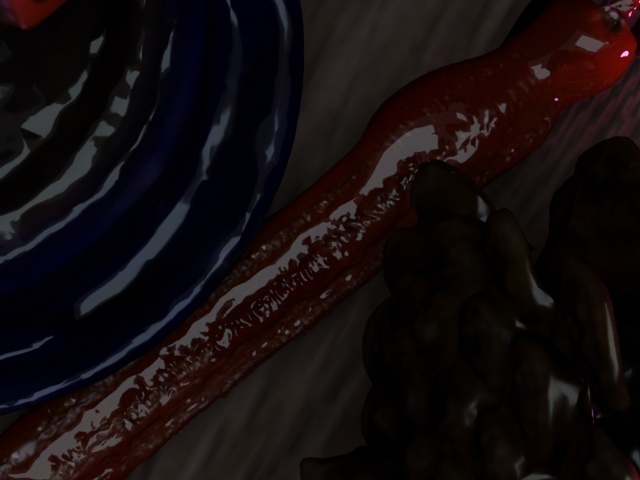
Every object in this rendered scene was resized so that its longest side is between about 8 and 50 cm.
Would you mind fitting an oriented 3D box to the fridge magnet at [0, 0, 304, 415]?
[{"bbox_3d":[-0.138,-0.067,0.600,0.265,0.112,0.265,0,80,1],"label":"fridge magnet"}]

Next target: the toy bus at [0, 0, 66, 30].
[{"bbox_3d":[-0.218,-0.204,0.547,0.409,0.092,0.093,34,71,24],"label":"toy bus"}]

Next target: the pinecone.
[{"bbox_3d":[0.128,0.076,0.558,0.273,0.224,0.224,1,86,-15],"label":"pinecone"}]

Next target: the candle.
[{"bbox_3d":[0.000,0.000,0.638,0.329,0.048,0.051,-38,62,-5],"label":"candle"}]
